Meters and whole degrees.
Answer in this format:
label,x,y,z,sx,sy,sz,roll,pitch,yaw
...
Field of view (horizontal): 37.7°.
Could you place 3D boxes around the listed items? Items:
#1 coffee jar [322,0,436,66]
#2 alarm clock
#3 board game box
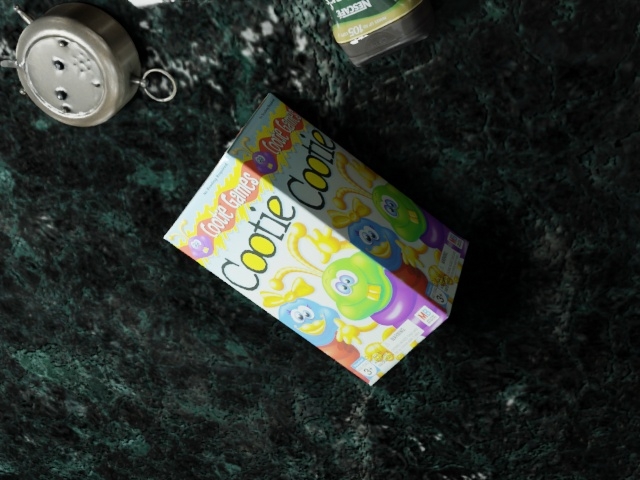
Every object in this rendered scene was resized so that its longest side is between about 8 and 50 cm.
label,x,y,z,sx,sy,sz,roll,pitch,yaw
coffee jar,0.030,-0.256,0.864,0.096,0.079,0.184,-20,115,29
alarm clock,-0.248,-0.185,1.022,0.192,0.064,0.129,12,126,7
board game box,0.000,0.000,1.008,0.275,0.142,0.144,36,127,-7
